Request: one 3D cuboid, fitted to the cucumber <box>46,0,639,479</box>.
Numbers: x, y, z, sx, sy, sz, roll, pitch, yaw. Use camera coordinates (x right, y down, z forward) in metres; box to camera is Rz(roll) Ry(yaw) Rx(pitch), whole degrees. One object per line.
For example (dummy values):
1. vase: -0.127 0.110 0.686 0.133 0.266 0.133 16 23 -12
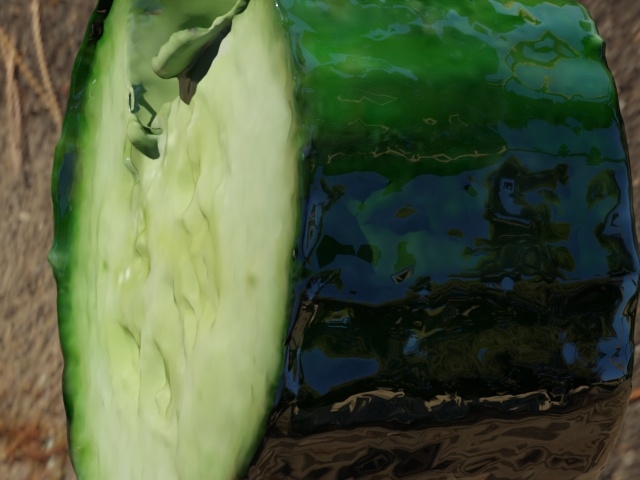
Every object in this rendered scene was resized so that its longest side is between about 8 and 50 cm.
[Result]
1. cucumber: 0.002 0.010 0.538 0.130 0.191 0.191 -6 70 -18
